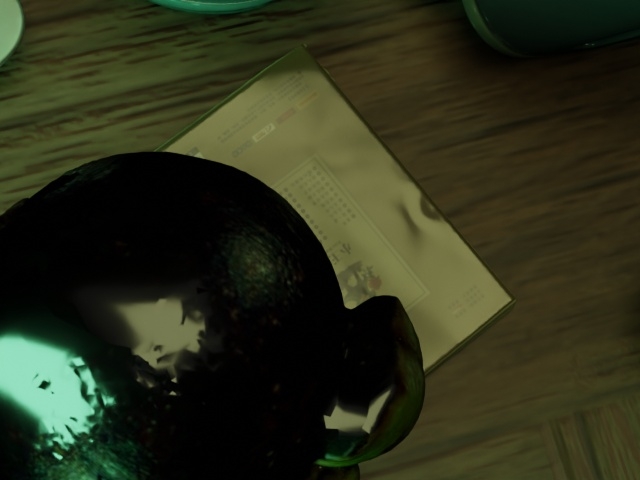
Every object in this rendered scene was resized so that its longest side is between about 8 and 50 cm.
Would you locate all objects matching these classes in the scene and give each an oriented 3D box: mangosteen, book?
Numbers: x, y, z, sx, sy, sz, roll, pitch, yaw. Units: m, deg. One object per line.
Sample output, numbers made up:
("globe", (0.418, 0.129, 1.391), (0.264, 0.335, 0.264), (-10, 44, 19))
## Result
("mangosteen", (-0.073, 0.067, 0.872), (0.243, 0.243, 0.243), (2, 76, -8))
("book", (0.000, 0.000, 1.000), (0.138, 0.016, 0.198), (-37, 84, -15))

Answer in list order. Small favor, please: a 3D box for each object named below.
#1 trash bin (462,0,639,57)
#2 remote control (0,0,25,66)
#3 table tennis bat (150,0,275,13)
("trash bin", (0.203, -0.240, 0.983), (0.182, 0.209, 0.290), (37, 67, -23))
("remote control", (-0.264, -0.166, 0.991), (0.229, 0.044, 0.073), (36, 71, 10))
("table tennis bat", (-0.026, -0.193, 1.037), (0.244, 0.040, 0.153), (17, 72, 1))
